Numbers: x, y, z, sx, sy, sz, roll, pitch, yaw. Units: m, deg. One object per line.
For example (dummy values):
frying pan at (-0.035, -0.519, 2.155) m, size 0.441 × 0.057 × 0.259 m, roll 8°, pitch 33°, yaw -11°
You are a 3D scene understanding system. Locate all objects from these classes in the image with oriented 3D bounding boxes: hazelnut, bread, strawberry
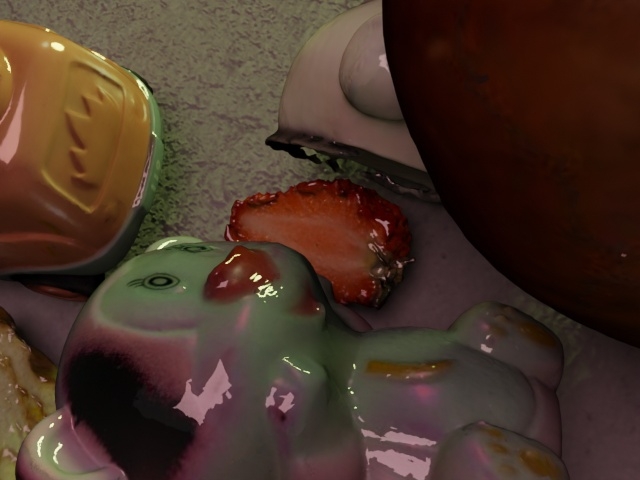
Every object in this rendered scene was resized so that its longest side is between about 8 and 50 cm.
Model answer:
hazelnut at (0.235, -0.112, 0.491) m, size 0.359 × 0.409 × 0.359 m, roll -11°, pitch 70°, yaw 32°
bread at (-0.225, 0.163, 0.703) m, size 0.128 × 0.088 × 0.232 m, roll -41°, pitch 60°, yaw -11°
strawberry at (0.002, -0.001, 0.706) m, size 0.152 × 0.048 × 0.104 m, roll 20°, pitch 109°, yaw 23°

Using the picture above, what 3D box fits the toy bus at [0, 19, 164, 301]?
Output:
toy bus at (-0.273, -0.074, 0.715) m, size 0.288 × 0.232 × 0.194 m, roll 7°, pitch 77°, yaw 15°

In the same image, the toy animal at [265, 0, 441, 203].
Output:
toy animal at (0.082, -0.187, 0.661) m, size 0.183 × 0.247 × 0.310 m, roll 21°, pitch 93°, yaw 39°

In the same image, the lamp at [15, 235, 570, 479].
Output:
lamp at (-0.017, 0.124, 0.605) m, size 0.301 × 0.247 × 0.247 m, roll 17°, pitch 38°, yaw 1°
